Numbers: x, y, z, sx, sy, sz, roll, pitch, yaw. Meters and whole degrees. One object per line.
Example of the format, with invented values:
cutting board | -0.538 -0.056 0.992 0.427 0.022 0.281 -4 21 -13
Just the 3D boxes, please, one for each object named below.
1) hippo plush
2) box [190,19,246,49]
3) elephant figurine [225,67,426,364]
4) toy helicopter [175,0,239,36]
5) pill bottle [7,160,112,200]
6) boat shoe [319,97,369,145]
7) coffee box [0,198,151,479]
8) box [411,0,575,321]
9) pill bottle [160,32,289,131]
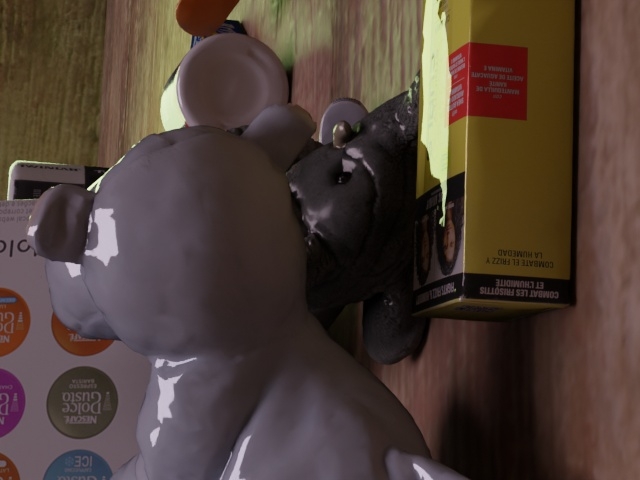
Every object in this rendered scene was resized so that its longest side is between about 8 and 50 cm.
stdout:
hippo plush | -0.070 0.074 0.753 0.237 0.234 0.294 62 163 -8
box | -0.107 -0.195 1.657 0.169 0.054 0.059 -115 32 -64
elephant figurine | 0.000 0.000 0.944 0.239 0.169 0.186 6 121 62
toy helicopter | -0.074 -0.348 1.406 0.355 0.140 0.235 114 156 -46
pill bottle | -0.189 -0.007 1.514 0.130 0.245 0.131 -177 90 -78
boat shoe | 0.016 -0.033 1.099 0.040 0.049 0.142 -48 -33 -80
coffee box | -0.230 0.175 1.204 0.338 0.337 0.334 59 -150 -72
box | 0.087 -0.078 0.762 0.087 0.058 0.232 151 124 -75
pill bottle | -0.099 -0.133 1.482 0.180 0.108 0.108 160 114 -77
